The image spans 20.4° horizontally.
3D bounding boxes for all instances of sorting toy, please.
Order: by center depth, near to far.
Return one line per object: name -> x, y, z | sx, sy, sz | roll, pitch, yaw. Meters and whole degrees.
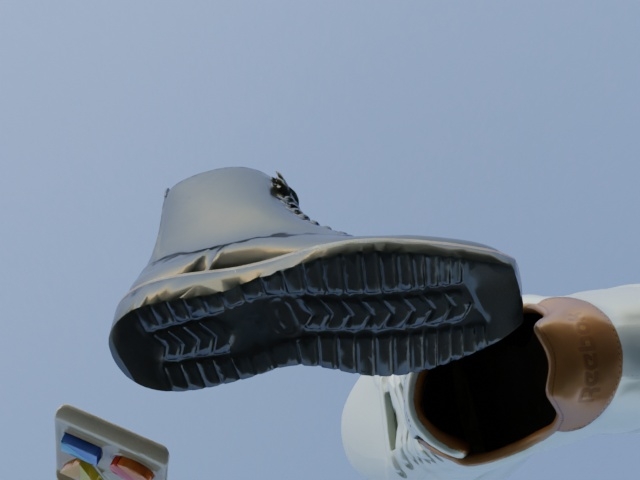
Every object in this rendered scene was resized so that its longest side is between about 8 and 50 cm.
sorting toy -> -0.086, 0.110, 0.820 | 0.083, 0.062, 0.012 | 23, -129, 9

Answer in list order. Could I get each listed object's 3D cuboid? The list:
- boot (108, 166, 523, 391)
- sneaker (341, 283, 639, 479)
boot -> 0.000, 0.000, 0.888 | 0.198, 0.077, 0.137 | -4, -146, 8
sneaker -> 0.070, 0.077, 0.951 | 0.123, 0.290, 0.106 | -1, -105, -32
